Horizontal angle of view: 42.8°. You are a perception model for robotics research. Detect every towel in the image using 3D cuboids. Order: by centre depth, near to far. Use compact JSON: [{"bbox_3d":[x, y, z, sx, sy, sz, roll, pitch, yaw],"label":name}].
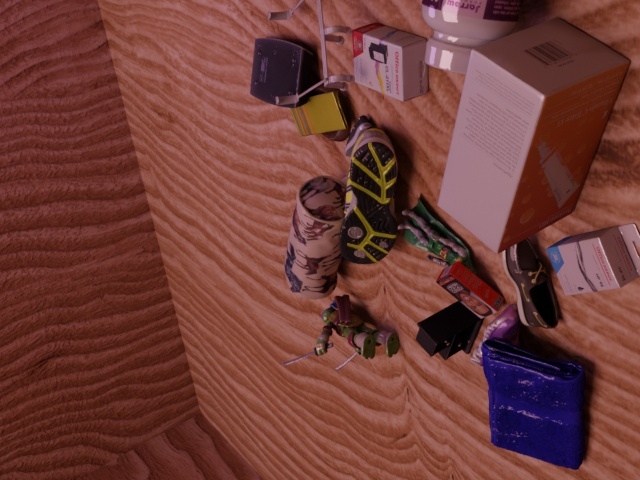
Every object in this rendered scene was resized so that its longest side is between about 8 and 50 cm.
[{"bbox_3d":[0.463,0.369,1.792,0.227,0.076,0.308,15,134,34],"label":"towel"},{"bbox_3d":[-0.006,-0.330,2.136,0.237,0.021,0.102,3,118,60],"label":"towel"}]

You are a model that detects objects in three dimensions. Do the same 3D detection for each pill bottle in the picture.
[{"bbox_3d":[0.265,-0.444,1.390,0.169,0.169,0.301,33,123,46],"label":"pill bottle"}]

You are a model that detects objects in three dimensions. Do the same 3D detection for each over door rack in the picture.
[{"bbox_3d":[-0.012,-0.468,1.944,0.324,0.108,0.239,0,95,63],"label":"over door rack"}]

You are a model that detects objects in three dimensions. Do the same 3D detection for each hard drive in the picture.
[{"bbox_3d":[-0.105,-0.449,2.182,0.254,0.054,0.172,28,116,53],"label":"hard drive"}]

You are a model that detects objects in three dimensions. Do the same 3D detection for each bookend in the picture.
[{"bbox_3d":[0.299,0.237,1.970,0.072,0.157,0.156,48,147,30],"label":"bookend"}]

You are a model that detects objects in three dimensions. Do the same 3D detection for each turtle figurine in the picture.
[{"bbox_3d":[0.085,0.313,2.375,0.198,0.275,0.266,41,163,-34],"label":"turtle figurine"}]

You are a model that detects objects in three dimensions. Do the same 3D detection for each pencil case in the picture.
[{"bbox_3d":[0.000,0.000,2.286,0.160,0.183,0.410,56,154,28],"label":"pencil case"}]

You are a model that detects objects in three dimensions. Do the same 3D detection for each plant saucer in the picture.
[{"bbox_3d":[0.019,-0.335,2.138,0.168,0.029,0.168,39,142,39],"label":"plant saucer"}]

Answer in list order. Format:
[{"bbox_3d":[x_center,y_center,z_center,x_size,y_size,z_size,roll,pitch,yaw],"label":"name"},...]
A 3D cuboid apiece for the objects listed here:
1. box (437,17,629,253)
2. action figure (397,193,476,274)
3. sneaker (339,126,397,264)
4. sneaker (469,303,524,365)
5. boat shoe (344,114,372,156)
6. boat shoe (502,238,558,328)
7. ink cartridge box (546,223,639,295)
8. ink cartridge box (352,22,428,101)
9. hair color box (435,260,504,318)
[{"bbox_3d":[0.365,-0.182,1.450,0.168,0.215,0.345,45,147,33],"label":"box"},{"bbox_3d":[0.281,0.011,1.928,0.232,0.063,0.137,42,142,31],"label":"action figure"},{"bbox_3d":[0.131,-0.104,2.028,0.147,0.145,0.385,-79,-1,-51],"label":"sneaker"},{"bbox_3d":[0.420,0.234,1.840,0.104,0.095,0.236,44,151,23],"label":"sneaker"},{"bbox_3d":[0.094,-0.262,2.052,0.142,0.049,0.040,124,136,-57],"label":"boat shoe"},{"bbox_3d":[0.439,0.081,1.688,0.068,0.081,0.228,11,129,54],"label":"boat shoe"},{"bbox_3d":[0.519,0.037,1.526,0.180,0.060,0.104,-21,93,63],"label":"ink cartridge box"},{"bbox_3d":[0.153,-0.396,1.804,0.175,0.072,0.127,34,138,46],"label":"ink cartridge box"},{"bbox_3d":[0.341,0.114,1.860,0.141,0.043,0.072,38,152,-6],"label":"hair color box"}]
